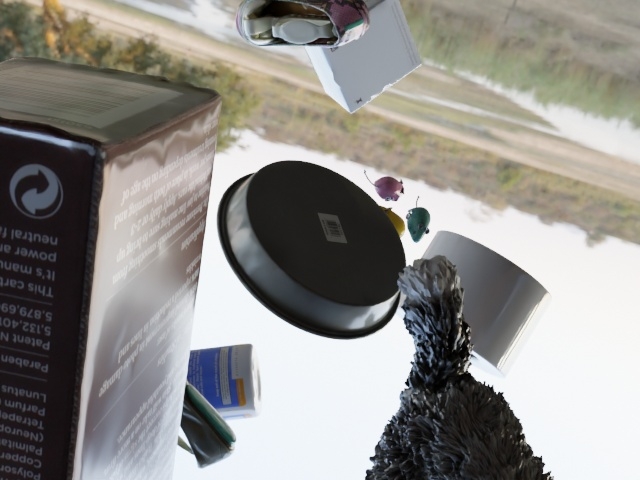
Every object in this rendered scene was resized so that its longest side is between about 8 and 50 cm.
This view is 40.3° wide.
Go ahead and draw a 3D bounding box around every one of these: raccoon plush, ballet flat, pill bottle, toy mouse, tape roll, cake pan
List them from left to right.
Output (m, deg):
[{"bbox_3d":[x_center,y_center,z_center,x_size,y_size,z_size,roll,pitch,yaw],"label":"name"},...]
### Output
[{"bbox_3d":[-0.180,0.179,1.030,0.213,0.068,0.072,57,-174,-8],"label":"ballet flat"},{"bbox_3d":[-0.261,0.296,1.761,0.271,0.153,0.152,-6,-174,2],"label":"pill bottle"},{"bbox_3d":[-0.043,-0.269,1.077,0.221,0.077,0.079,11,-146,38],"label":"ballet flat"},{"bbox_3d":[0.000,0.000,1.199,0.293,0.054,0.293,22,-138,-21],"label":"cake pan"},{"bbox_3d":[0.132,-0.054,1.367,0.143,0.031,0.161,-27,-97,-50],"label":"toy mouse"},{"bbox_3d":[0.271,0.115,1.582,0.246,0.169,0.246,32,173,4],"label":"tape roll"},{"bbox_3d":[0.204,0.265,1.034,0.216,0.447,0.299,-28,-156,-27],"label":"raccoon plush"}]

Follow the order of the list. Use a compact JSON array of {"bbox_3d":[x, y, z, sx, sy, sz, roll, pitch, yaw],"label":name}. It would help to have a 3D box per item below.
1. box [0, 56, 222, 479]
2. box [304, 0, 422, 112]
[{"bbox_3d":[-0.163,0.101,0.490,0.143,0.382,0.191,10,-163,6],"label":"box"},{"bbox_3d":[0.075,-0.384,1.707,0.119,0.181,0.181,48,171,47],"label":"box"}]
